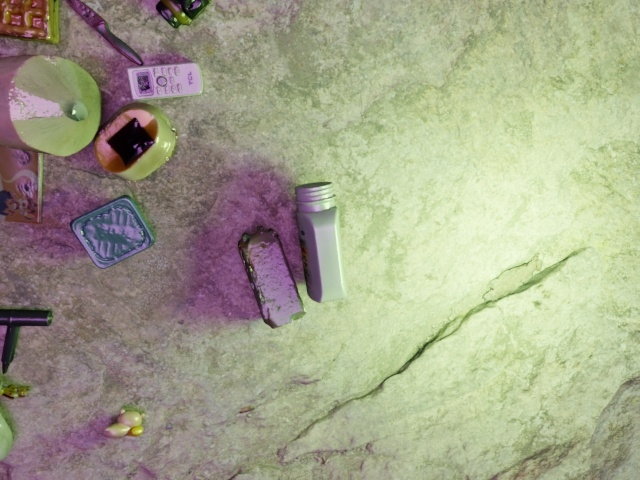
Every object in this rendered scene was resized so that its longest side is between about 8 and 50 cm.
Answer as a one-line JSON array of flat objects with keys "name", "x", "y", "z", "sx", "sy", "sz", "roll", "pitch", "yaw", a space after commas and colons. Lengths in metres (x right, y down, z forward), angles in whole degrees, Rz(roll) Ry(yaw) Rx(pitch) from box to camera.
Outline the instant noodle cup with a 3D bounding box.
[{"name": "instant noodle cup", "x": -0.559, "y": -0.026, "z": 1.306, "sx": 0.179, "sy": 0.070, "sz": 0.157, "roll": -27, "pitch": 108, "yaw": -5}]

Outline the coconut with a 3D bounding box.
[{"name": "coconut", "x": -0.648, "y": -0.314, "z": 1.126, "sx": 0.244, "sy": 0.239, "sz": 0.240, "roll": 9, "pitch": 103, "yaw": 22}]

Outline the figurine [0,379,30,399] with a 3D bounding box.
[{"name": "figurine", "x": -0.894, "y": 0.416, "z": 1.334, "sx": 0.101, "sy": 0.143, "sz": 0.068, "roll": 21, "pitch": 93, "yaw": 27}]

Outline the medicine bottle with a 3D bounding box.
[{"name": "medicine bottle", "x": 0.000, "y": 0.000, "z": 1.364, "sx": 0.123, "sy": 0.179, "sz": 0.325, "roll": -8, "pitch": 105, "yaw": -9}]

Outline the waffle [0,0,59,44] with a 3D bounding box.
[{"name": "waffle", "x": -0.785, "y": -0.592, "z": 1.120, "sx": 0.307, "sy": 0.091, "sz": 0.213, "roll": 3, "pitch": 102, "yaw": -13}]

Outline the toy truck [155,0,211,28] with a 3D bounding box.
[{"name": "toy truck", "x": -0.368, "y": -0.637, "z": 1.151, "sx": 0.147, "sy": 0.165, "sz": 0.224, "roll": -44, "pitch": 107, "yaw": 2}]

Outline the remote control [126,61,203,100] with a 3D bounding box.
[{"name": "remote control", "x": -0.407, "y": -0.420, "z": 1.265, "sx": 0.189, "sy": 0.029, "sz": 0.088, "roll": -8, "pitch": 105, "yaw": -10}]

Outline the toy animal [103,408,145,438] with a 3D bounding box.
[{"name": "toy animal", "x": -0.587, "y": 0.545, "z": 1.436, "sx": 0.114, "sy": 0.091, "sz": 0.082, "roll": 4, "pitch": 74, "yaw": -24}]

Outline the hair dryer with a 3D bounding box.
[{"name": "hair dryer", "x": -0.843, "y": 0.283, "z": 1.338, "sx": 0.173, "sy": 0.050, "sz": 0.195, "roll": 3, "pitch": 107, "yaw": -11}]

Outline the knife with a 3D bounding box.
[{"name": "knife", "x": -0.551, "y": -0.538, "z": 1.215, "sx": 0.247, "sy": 0.018, "sz": 0.035, "roll": 42, "pitch": 95, "yaw": -16}]

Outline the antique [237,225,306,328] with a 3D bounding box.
[{"name": "antique", "x": -0.147, "y": 0.100, "z": 1.394, "sx": 0.125, "sy": 0.150, "sz": 0.285, "roll": -20, "pitch": 98, "yaw": -10}]

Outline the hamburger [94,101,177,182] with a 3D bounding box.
[{"name": "hamburger", "x": -0.483, "y": -0.254, "z": 1.250, "sx": 0.210, "sy": 0.116, "sz": 0.173, "roll": -44, "pitch": 99, "yaw": 5}]

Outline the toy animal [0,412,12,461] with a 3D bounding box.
[{"name": "toy animal", "x": -1.020, "y": 0.506, "z": 1.290, "sx": 0.357, "sy": 0.194, "sz": 0.258, "roll": 20, "pitch": 96, "yaw": -26}]

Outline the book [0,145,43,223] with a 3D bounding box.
[{"name": "book", "x": -0.880, "y": -0.158, "z": 1.239, "sx": 0.295, "sy": 0.020, "sz": 0.208, "roll": 5, "pitch": 103, "yaw": -12}]
